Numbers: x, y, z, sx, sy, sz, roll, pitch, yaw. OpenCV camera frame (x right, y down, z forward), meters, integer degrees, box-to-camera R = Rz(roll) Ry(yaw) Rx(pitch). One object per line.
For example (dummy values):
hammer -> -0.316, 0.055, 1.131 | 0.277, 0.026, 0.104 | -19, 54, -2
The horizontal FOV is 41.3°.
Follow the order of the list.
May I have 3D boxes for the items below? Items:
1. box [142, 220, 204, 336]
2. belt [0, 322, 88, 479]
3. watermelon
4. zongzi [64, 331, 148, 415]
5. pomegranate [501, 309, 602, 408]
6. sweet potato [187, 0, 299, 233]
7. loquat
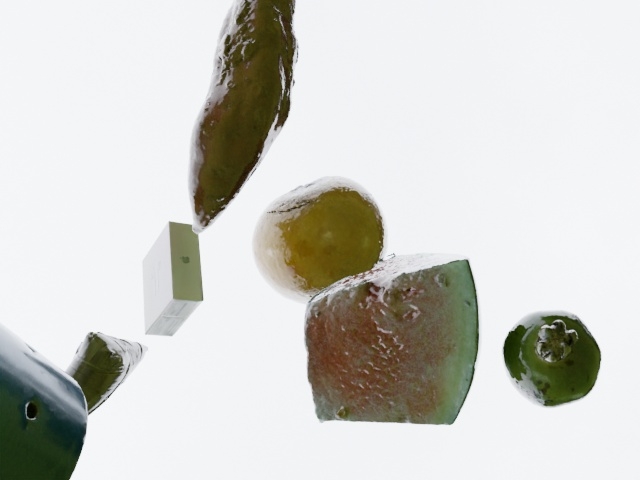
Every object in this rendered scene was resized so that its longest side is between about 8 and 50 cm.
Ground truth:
box -> -0.226, 0.060, 1.290 | 0.051, 0.130, 0.129 | 8, -123, -29
belt -> -0.453, 0.225, 0.895 | 0.173, 0.436, 0.300 | 48, -140, -33
watermelon -> 0.086, 0.112, 1.038 | 0.201, 0.261, 0.213 | -2, -95, -15
zongzi -> -0.365, 0.243, 1.388 | 0.189, 0.081, 0.178 | -57, -16, -2
pomegranate -> 0.258, 0.125, 0.948 | 0.114, 0.114, 0.142 | -57, -22, -14
sweet potato -> -0.074, -0.178, 0.928 | 0.095, 0.106, 0.355 | 18, -97, -19
loquat -> 0.000, 0.000, 1.616 | 0.263, 0.263, 0.263 | -6, -79, -34
